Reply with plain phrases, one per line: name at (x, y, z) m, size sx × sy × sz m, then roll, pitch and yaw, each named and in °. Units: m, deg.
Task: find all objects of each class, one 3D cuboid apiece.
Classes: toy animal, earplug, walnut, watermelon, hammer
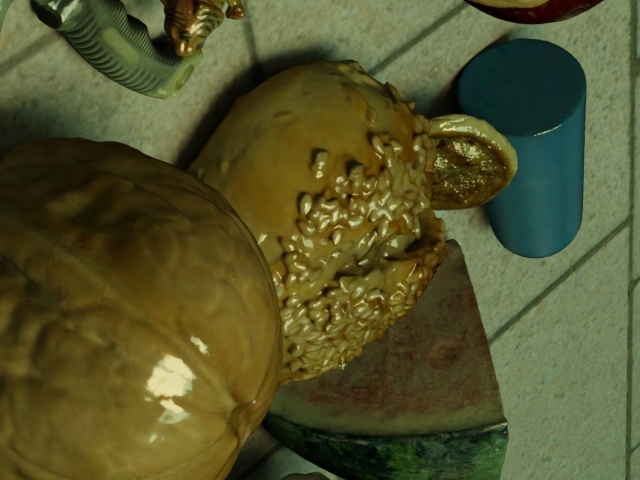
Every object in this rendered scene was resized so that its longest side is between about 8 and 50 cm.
toy animal at (-0.061, -0.253, 1.323) m, size 0.099 × 0.057 × 0.241 m, roll 24°, pitch 82°, yaw -57°
earplug at (0.229, -0.080, 1.789) m, size 0.132 × 0.132 × 0.273 m, roll -43°, pitch 147°, yaw -18°
walnut at (-0.179, 0.064, 1.246) m, size 0.252 × 0.313 × 0.277 m, roll 15°, pitch 98°, yaw -64°
watermelon at (0.131, 0.168, 1.770) m, size 0.292 × 0.250 × 0.283 m, roll -52°, pitch 151°, yaw 0°
hammer at (-0.177, -0.172, 1.286) m, size 0.158 × 0.041 × 0.226 m, roll -54°, pitch 146°, yaw -1°

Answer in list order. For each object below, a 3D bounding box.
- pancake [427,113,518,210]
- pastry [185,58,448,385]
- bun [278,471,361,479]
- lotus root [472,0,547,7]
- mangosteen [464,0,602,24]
pancake at (0.123, -0.074, 1.668) m, size 0.158 × 0.028 × 0.158 m, roll -3°, pitch 147°, yaw -2°
pastry at (0.000, 0.000, 1.519) m, size 0.284 × 0.184 × 0.315 m, roll -16°, pitch 130°, yaw -42°
bun at (-0.067, 0.367, 1.702) m, size 0.360 × 0.211 × 0.359 m, roll -13°, pitch 140°, yaw -11°
lotus root at (0.129, -0.330, 1.316) m, size 0.169 × 0.342 × 0.151 m, roll -14°, pitch 145°, yaw 4°
mangosteen at (0.207, -0.310, 1.504) m, size 0.257 × 0.215 × 0.215 m, roll -30°, pitch 141°, yaw -57°
